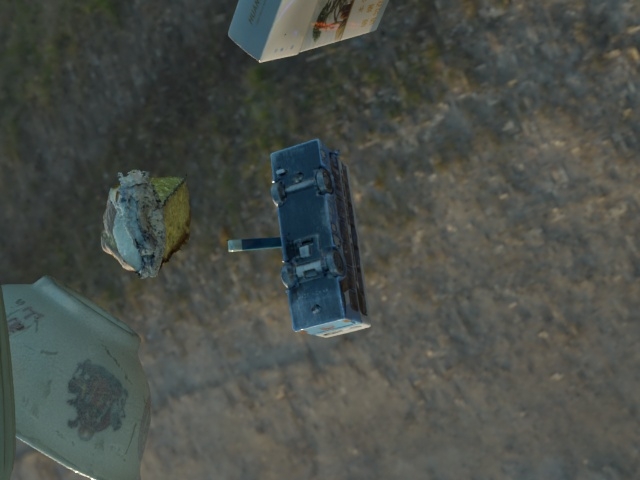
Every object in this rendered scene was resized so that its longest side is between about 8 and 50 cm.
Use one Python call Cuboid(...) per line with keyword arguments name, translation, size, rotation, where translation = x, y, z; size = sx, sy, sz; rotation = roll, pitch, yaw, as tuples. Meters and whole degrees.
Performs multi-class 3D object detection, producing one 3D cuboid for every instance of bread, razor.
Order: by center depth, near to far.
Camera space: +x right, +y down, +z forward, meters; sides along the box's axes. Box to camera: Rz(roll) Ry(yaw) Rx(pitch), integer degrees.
Cuboid(name="razor", translation=(-0.073, 0.003, 1.948), size=(0.037, 0.191, 0.068), rotation=(-9, 86, 39))
Cuboid(name="bread", translation=(-0.307, -0.033, 2.081), size=(0.260, 0.134, 0.129), rotation=(-74, -14, -71))

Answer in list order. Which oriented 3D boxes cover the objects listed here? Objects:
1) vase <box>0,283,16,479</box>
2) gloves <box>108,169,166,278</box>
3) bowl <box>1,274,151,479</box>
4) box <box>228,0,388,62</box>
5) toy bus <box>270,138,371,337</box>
Cuboid(name="vase", translation=(-0.380, 0.157, 1.275), size=(0.128, 0.128, 0.248), rotation=(6, 90, 56))
Cuboid(name="gloves", translation=(-0.261, -0.021, 1.775), size=(0.114, 0.070, 0.153), rotation=(145, 117, -63))
Cuboid(name="bowl", translation=(-0.402, 0.181, 1.861), size=(0.434, 0.196, 0.435), rotation=(34, 174, 4))
Cuboid(name="box", translation=(0.004, -0.311, 1.463), size=(0.067, 0.233, 0.149), rotation=(39, 129, 23))
Cuboid(name="toy bus", translation=(0.000, 0.000, 1.916), size=(0.106, 0.131, 0.297), rotation=(-16, 69, 23))
